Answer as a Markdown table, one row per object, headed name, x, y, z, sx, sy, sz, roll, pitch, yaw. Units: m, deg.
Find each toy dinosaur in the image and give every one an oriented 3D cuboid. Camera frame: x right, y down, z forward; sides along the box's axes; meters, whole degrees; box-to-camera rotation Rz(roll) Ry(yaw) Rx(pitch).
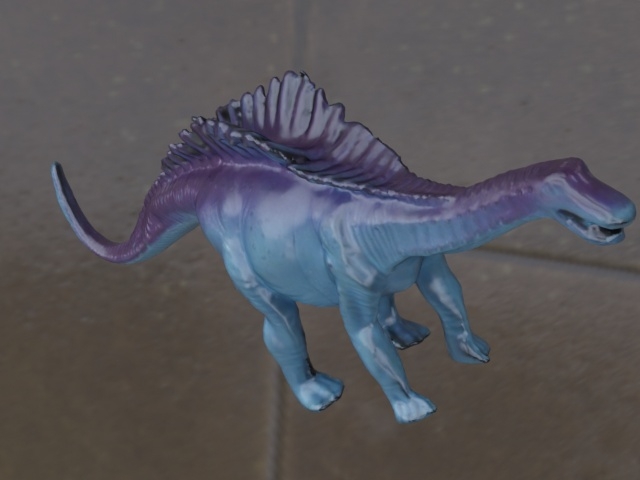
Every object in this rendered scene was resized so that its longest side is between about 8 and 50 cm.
| name | x | y | z | sx | sy | sz | roll | pitch | yaw |
| --- | --- | --- | --- | --- | --- | --- | --- | --- | --- |
| toy dinosaur | 0.000 | 0.000 | 0.478 | 0.197 | 0.045 | 0.080 | 4 | 122 | 48 |
